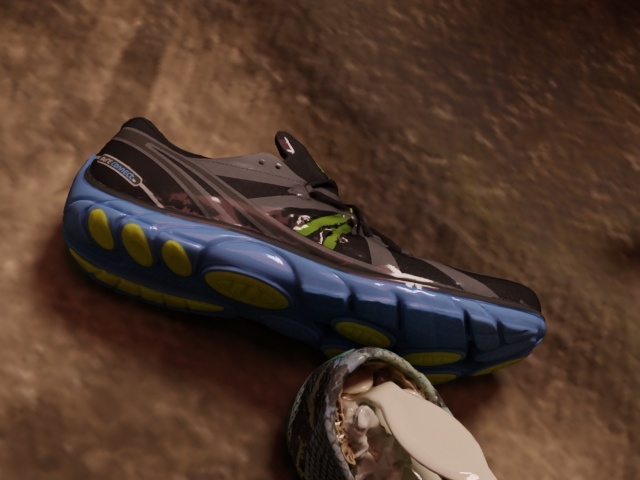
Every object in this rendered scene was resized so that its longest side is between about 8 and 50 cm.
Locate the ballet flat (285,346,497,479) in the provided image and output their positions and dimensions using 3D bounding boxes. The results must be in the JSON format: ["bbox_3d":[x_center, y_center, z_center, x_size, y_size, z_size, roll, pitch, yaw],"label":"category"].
[{"bbox_3d":[0.055,0.113,0.524,0.070,0.070,0.188,-31,71,-35],"label":"ballet flat"}]

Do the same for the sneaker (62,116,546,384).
[{"bbox_3d":[0.000,0.000,0.582,0.188,0.067,0.078,19,58,-3],"label":"sneaker"}]
